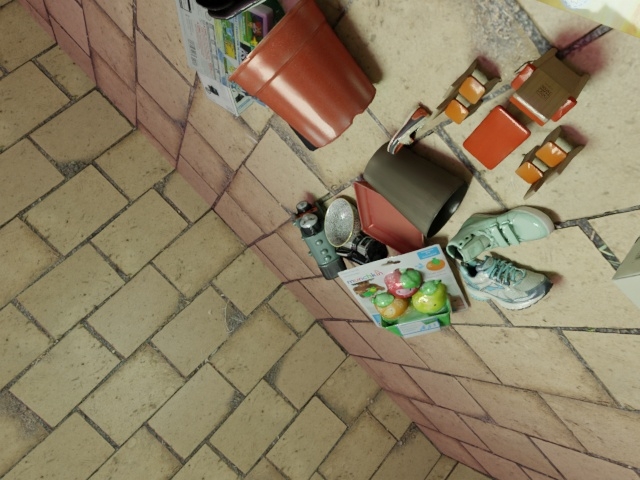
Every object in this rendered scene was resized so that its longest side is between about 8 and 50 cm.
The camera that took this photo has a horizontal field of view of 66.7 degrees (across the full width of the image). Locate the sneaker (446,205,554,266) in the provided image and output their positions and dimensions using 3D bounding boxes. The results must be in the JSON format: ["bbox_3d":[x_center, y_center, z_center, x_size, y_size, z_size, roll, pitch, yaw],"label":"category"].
[{"bbox_3d":[0.415,0.003,1.153,0.094,0.151,0.256,52,157,-15],"label":"sneaker"}]

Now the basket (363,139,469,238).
[{"bbox_3d":[0.234,-0.141,1.236,0.227,0.154,0.204,42,161,19],"label":"basket"}]

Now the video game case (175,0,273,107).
[{"bbox_3d":[-0.262,-0.551,1.344,0.300,0.036,0.329,30,154,10],"label":"video game case"}]

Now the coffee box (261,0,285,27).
[{"bbox_3d":[-0.125,-0.556,1.268,0.113,0.040,0.184,13,143,55],"label":"coffee box"}]

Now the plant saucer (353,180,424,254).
[{"bbox_3d":[0.230,-0.064,1.533,0.258,0.048,0.259,32,156,31],"label":"plant saucer"}]

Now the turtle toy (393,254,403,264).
[{"bbox_3d":[0.287,0.088,1.672,0.066,0.095,0.130,65,163,14],"label":"turtle toy"}]

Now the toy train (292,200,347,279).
[{"bbox_3d":[0.000,0.000,1.894,0.190,0.142,0.334,-113,-3,-51],"label":"toy train"}]

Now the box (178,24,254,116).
[{"bbox_3d":[-0.328,-0.565,1.575,0.169,0.087,0.290,34,158,26],"label":"box"}]

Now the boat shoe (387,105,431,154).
[{"bbox_3d":[0.208,-0.253,1.150,0.043,0.049,0.137,43,129,10],"label":"boat shoe"}]

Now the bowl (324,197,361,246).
[{"bbox_3d":[0.094,-0.060,1.711,0.080,0.170,0.170,4,-176,-33],"label":"bowl"}]

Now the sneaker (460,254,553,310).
[{"bbox_3d":[0.477,0.104,1.297,0.122,0.110,0.283,54,158,-14],"label":"sneaker"}]

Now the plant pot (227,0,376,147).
[{"bbox_3d":[-0.027,-0.379,1.142,0.265,0.272,0.272,43,161,-18],"label":"plant pot"}]

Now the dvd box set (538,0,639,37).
[{"bbox_3d":[0.410,-0.383,0.545,0.420,0.062,0.307,36,158,23],"label":"dvd box set"}]

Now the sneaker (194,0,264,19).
[{"bbox_3d":[-0.219,-0.615,1.020,0.447,0.257,0.169,32,156,32],"label":"sneaker"}]

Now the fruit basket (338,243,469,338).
[{"bbox_3d":[0.273,0.172,1.554,0.327,0.165,0.353,-17,139,20],"label":"fruit basket"}]

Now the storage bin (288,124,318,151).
[{"bbox_3d":[-0.005,-0.342,1.391,0.122,0.084,0.180,49,159,-13],"label":"storage bin"}]

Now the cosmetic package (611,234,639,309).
[{"bbox_3d":[0.685,0.116,0.844,0.309,0.160,0.113,44,159,0],"label":"cosmetic package"}]

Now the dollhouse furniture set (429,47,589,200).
[{"bbox_3d":[0.346,-0.213,0.890,0.262,0.135,0.259,43,160,6],"label":"dollhouse furniture set"}]

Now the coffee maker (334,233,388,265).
[{"bbox_3d":[0.157,0.035,1.800,0.178,0.120,0.171,26,177,44],"label":"coffee maker"}]
